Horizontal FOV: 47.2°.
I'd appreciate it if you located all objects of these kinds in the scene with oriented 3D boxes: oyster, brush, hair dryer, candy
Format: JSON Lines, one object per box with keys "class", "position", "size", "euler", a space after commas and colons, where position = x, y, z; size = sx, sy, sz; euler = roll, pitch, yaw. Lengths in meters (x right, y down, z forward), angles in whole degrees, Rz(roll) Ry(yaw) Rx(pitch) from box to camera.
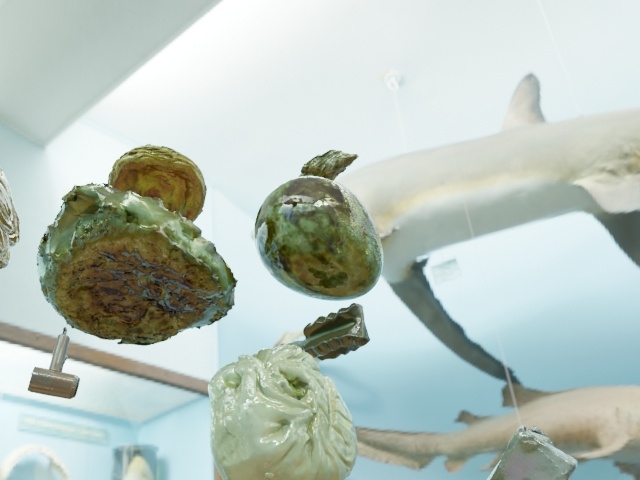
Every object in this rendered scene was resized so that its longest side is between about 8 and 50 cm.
{"class": "oyster", "position": [0.016, -0.172, 1.840], "size": [0.146, 0.045, 0.122], "euler": [-8, -43, -15]}
{"class": "brush", "position": [-0.031, 0.199, 1.399], "size": [0.301, 0.084, 0.071], "euler": [-26, -33, 35]}
{"class": "hair dryer", "position": [-0.648, 0.299, 1.821], "size": [0.117, 0.182, 0.064], "euler": [15, -36, -17]}
{"class": "candy", "position": [0.403, 0.467, 1.424], "size": [0.137, 0.195, 0.185], "euler": [30, -3, 20]}

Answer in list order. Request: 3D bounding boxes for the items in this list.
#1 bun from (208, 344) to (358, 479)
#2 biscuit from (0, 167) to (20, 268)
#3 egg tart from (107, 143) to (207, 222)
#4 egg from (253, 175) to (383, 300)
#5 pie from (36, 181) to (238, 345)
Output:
{"class": "bun", "position": [-0.049, 0.232, 0.971], "size": [0.229, 0.229, 0.145], "euler": [6, -52, -21]}
{"class": "biscuit", "position": [-0.658, -0.109, 1.417], "size": [0.051, 0.376, 0.269], "euler": [-22, -33, -4]}
{"class": "egg tart", "position": [-0.476, -0.152, 2.125], "size": [0.294, 0.116, 0.295], "euler": [-7, -61, -13]}
{"class": "egg", "position": [0.000, 0.000, 1.483], "size": [0.238, 0.289, 0.238], "euler": [-40, -29, -28]}
{"class": "pie", "position": [-0.295, 0.056, 1.183], "size": [0.288, 0.103, 0.354], "euler": [-28, -50, 27]}
